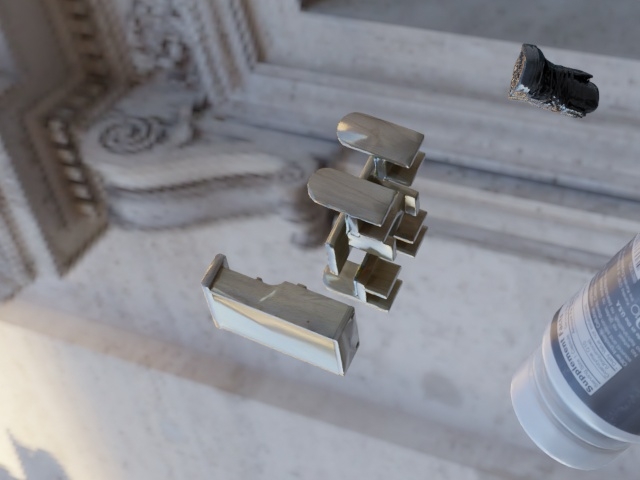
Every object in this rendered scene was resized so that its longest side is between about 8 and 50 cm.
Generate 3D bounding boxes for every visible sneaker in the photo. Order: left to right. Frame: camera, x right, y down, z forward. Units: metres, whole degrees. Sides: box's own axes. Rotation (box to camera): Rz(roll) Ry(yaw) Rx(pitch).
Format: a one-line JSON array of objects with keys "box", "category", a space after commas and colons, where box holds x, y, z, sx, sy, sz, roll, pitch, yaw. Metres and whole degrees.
[{"box": [0.227, -0.148, 1.530, 0.170, 0.089, 0.051, 18, -95, -87], "category": "sneaker"}]

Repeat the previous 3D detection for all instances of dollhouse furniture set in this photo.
[{"box": [0.000, 0.000, 1.766, 0.212, 0.161, 0.242, 80, -146, -62], "category": "dollhouse furniture set"}]

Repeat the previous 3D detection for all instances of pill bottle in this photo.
[{"box": [0.403, 0.119, 1.975, 0.204, 0.204, 0.361, -32, -14, -48], "category": "pill bottle"}]
